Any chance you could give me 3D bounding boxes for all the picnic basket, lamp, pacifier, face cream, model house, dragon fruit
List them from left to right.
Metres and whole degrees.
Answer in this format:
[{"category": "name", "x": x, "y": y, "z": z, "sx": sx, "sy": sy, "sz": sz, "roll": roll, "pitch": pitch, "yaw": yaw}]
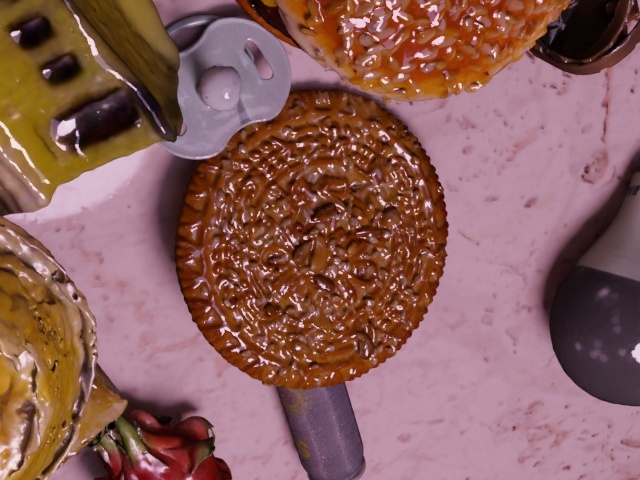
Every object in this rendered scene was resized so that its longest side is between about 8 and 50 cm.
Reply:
[{"category": "model house", "x": -0.260, "y": -0.141, "z": 1.159, "sx": 0.234, "sy": 0.174, "sz": 0.193, "roll": -25, "pitch": 125, "yaw": 17}, {"category": "dragon fruit", "x": -0.163, "y": 0.231, "z": 1.391, "sx": 0.137, "sy": 0.135, "sz": 0.236, "roll": -21, "pitch": 128, "yaw": -9}, {"category": "pacifier", "x": -0.097, "y": -0.146, "z": 1.252, "sx": 0.150, "sy": 0.116, "sz": 0.126, "roll": -27, "pitch": 98, "yaw": -7}, {"category": "face cream", "x": -0.007, "y": 0.167, "z": 1.475, "sx": 0.073, "sy": 0.073, "sz": 0.283, "roll": -24, "pitch": 123, "yaw": -13}, {"category": "picnic basket", "x": 0.252, "y": -0.228, "z": 1.333, "sx": 0.138, "sy": 0.178, "sz": 0.128, "roll": 28, "pitch": 103, "yaw": -34}, {"category": "lamp", "x": 0.361, "y": 0.032, "z": 1.559, "sx": 0.182, "sy": 0.182, "sz": 0.313, "roll": 21, "pitch": 72, "yaw": -32}]

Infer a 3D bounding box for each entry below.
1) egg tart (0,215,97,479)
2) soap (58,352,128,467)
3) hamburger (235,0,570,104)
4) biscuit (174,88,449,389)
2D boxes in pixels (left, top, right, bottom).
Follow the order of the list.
[{"category": "egg tart", "x": -0.316, "y": 0.121, "z": 1.080, "sx": 0.315, "sy": 0.120, "sz": 0.315, "roll": -8, "pitch": 111, "yaw": -23}, {"category": "soap", "x": -0.396, "y": 0.145, "z": 1.224, "sx": 0.339, "sy": 0.169, "sz": 0.304, "roll": -41, "pitch": 123, "yaw": -3}, {"category": "hamburger", "x": 0.065, "y": -0.291, "z": 1.170, "sx": 0.330, "sy": 0.250, "sz": 0.330, "roll": -11, "pitch": 119, "yaw": -21}, {"category": "biscuit", "x": 0.000, "y": 0.000, "z": 1.357, "sx": 0.305, "sy": 0.038, "sz": 0.305, "roll": -2, "pitch": 95, "yaw": -26}]
